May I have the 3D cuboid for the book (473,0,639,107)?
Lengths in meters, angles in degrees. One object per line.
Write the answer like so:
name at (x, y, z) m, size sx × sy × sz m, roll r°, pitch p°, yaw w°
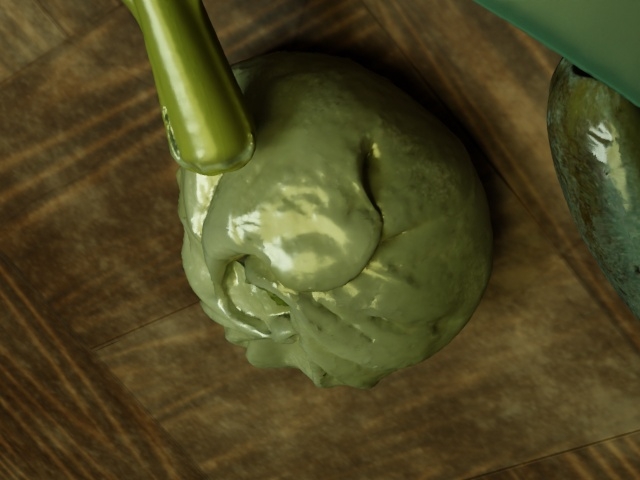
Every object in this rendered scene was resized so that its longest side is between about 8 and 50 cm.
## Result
book at (0.280, -0.154, 0.985) m, size 0.379 × 0.031 × 0.264 m, roll 32°, pitch 115°, yaw -9°

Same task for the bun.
bun at (0.000, 0.000, 1.309) m, size 0.259 × 0.160 × 0.259 m, roll 15°, pitch 132°, yaw 17°

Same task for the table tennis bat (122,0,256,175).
table tennis bat at (-0.117, -0.213, 1.164) m, size 0.224 × 0.054 × 0.369 m, roll -10°, pitch 112°, yaw 25°

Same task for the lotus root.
lotus root at (0.253, -0.010, 1.163) m, size 0.158 × 0.140 × 0.322 m, roll -21°, pitch 120°, yaw 14°
